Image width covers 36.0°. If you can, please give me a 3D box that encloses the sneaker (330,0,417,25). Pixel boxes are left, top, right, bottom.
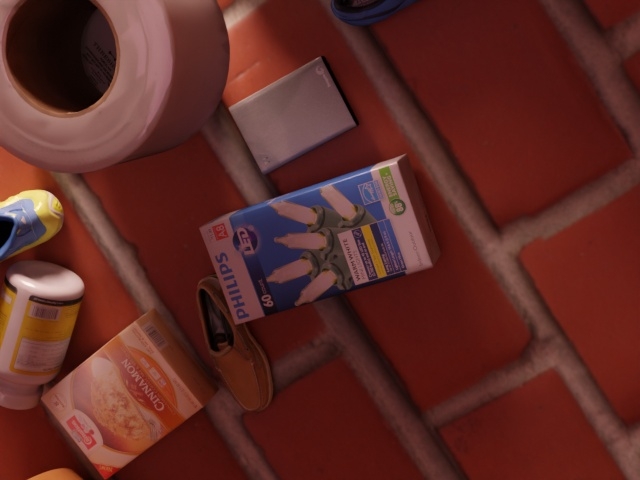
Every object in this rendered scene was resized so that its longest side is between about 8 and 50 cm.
[{"bbox_3d":[0.106,-0.305,1.108,0.209,0.082,0.069,-27,92,16],"label":"sneaker"}]

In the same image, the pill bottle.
[{"bbox_3d":[-0.386,0.127,1.309,0.103,0.103,0.184,23,106,9],"label":"pill bottle"}]

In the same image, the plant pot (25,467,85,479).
[{"bbox_3d":[-0.360,0.440,1.290,0.291,0.291,0.203,-45,72,18],"label":"plant pot"}]

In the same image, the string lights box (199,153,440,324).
[{"bbox_3d":[0.000,0.000,1.198,0.260,0.077,0.133,-18,98,17],"label":"string lights box"}]

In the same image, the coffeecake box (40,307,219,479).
[{"bbox_3d":[-0.253,0.204,1.309,0.185,0.068,0.142,-38,91,19],"label":"coffeecake box"}]

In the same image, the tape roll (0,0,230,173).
[{"bbox_3d":[-0.238,-0.202,1.056,0.246,0.169,0.246,3,101,13],"label":"tape roll"}]

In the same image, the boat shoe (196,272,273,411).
[{"bbox_3d":[-0.119,0.138,1.259,0.068,0.072,0.190,-21,95,17],"label":"boat shoe"}]

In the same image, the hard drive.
[{"bbox_3d":[-0.032,-0.152,1.204,0.135,0.022,0.094,-27,94,18],"label":"hard drive"}]

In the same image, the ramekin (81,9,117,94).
[{"bbox_3d":[-0.247,-0.209,1.202,0.207,0.109,0.207,3,102,13],"label":"ramekin"}]

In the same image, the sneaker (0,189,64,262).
[{"bbox_3d":[-0.458,0.005,1.290,0.240,0.126,0.091,-29,93,17],"label":"sneaker"}]
